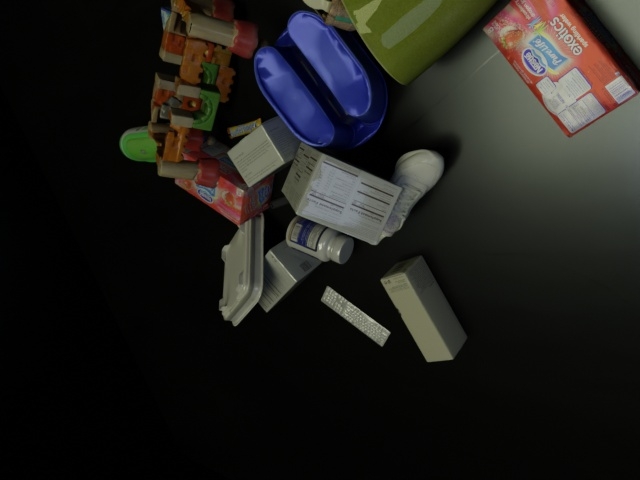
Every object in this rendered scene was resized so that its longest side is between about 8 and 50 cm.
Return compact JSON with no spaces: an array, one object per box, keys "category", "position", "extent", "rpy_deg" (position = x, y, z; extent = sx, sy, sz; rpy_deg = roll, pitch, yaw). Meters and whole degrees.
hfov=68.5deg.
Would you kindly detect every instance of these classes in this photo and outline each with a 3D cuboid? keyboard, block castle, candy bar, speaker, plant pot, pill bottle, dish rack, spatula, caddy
[{"category":"keyboard","position":[0.112,0.247,1.541],"extent":[0.256,0.014,0.072],"rpy_deg":[35,133,18]},{"category":"block castle","position":[-0.313,-0.402,1.274],"extent":[0.303,0.212,0.453],"rpy_deg":[57,134,44]},{"category":"candy bar","position":[-0.233,-0.346,1.459],"extent":[0.161,0.018,0.040],"rpy_deg":[-2,114,40]},{"category":"speaker","position":[-0.594,-0.349,1.684],"extent":[0.296,0.131,0.131],"rpy_deg":[5,119,38]},{"category":"plant pot","position":[0.217,-0.484,0.850],"extent":[0.293,0.275,0.275],"rpy_deg":[-27,97,31]},{"category":"pill bottle","position":[0.000,0.000,1.411],"extent":[0.186,0.112,0.112],"rpy_deg":[23,128,28]},{"category":"dish rack","position":[-0.271,0.091,1.574],"extent":[0.285,0.072,0.333],"rpy_deg":[-47,39,46]},{"category":"spatula","position":[-0.067,-0.140,1.438],"extent":[0.296,0.030,0.084],"rpy_deg":[-15,105,45]},{"category":"caddy","position":[0.005,-0.377,1.130],"extent":[0.241,0.179,0.341],"rpy_deg":[-36,90,24]}]

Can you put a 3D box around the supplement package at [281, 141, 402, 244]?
[{"category":"supplement package","position":[0.039,-0.121,1.130],"extent":[0.204,0.262,0.145],"rpy_deg":[21,102,-17]}]

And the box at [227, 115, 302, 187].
[{"category":"box","position":[-0.126,-0.259,1.305],"extent":[0.181,0.182,0.119],"rpy_deg":[-24,101,46]}]

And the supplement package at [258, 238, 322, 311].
[{"category":"supplement package","position":[-0.131,0.110,1.571],"extent":[0.134,0.139,0.244],"rpy_deg":[49,137,6]}]

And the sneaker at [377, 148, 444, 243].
[{"category":"sneaker","position":[0.201,-0.095,1.147],"extent":[0.114,0.152,0.305],"rpy_deg":[20,143,-15]}]

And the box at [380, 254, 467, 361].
[{"category":"box","position":[0.286,0.188,1.289],"extent":[0.094,0.113,0.275],"rpy_deg":[-23,99,46]}]

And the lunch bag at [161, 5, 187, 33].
[{"category":"lunch bag","position":[-0.401,-0.607,1.382],"extent":[0.151,0.096,0.129],"rpy_deg":[20,128,18]}]

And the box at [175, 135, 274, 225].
[{"category":"box","position":[-0.314,-0.201,1.523],"extent":[0.300,0.154,0.142],"rpy_deg":[32,133,19]}]

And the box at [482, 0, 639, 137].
[{"category":"box","position":[0.431,-0.331,0.833],"extent":[0.257,0.122,0.128],"rpy_deg":[52,136,2]}]

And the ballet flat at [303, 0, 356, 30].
[{"category":"ballet flat","position":[-0.017,-0.558,1.005],"extent":[0.316,0.106,0.108],"rpy_deg":[56,147,32]}]
